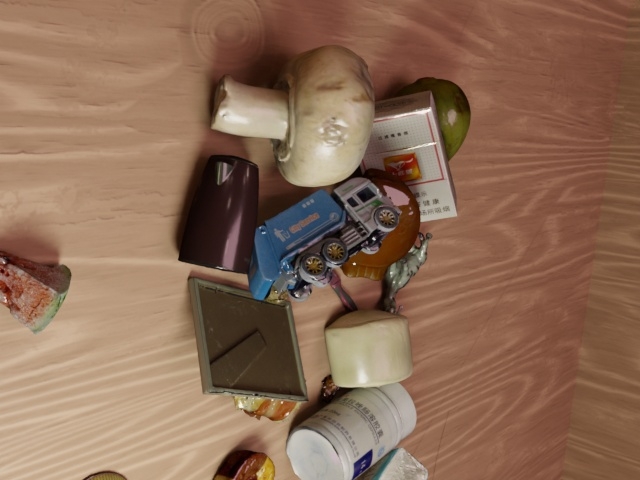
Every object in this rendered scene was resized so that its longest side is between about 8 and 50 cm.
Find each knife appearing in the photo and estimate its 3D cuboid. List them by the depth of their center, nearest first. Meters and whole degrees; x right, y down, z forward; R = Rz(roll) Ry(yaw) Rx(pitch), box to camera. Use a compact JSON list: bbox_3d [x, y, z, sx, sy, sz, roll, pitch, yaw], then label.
[{"bbox_3d":[0.045,0.116,2.090,0.035,0.018,0.247,-56,137,-22],"label":"knife"}]

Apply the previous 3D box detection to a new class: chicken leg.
[{"bbox_3d":[0.040,0.360,2.148,0.062,0.037,0.145,47,64,-30],"label":"chicken leg"}]

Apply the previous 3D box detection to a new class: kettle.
[{"bbox_3d":[-0.184,-0.053,1.662,0.202,0.144,0.232,26,75,-71],"label":"kettle"}]

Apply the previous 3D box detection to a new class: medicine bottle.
[{"bbox_3d":[0.089,0.495,2.116,0.332,0.190,0.190,-24,119,-46],"label":"medicine bottle"}]

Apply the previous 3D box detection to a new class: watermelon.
[{"bbox_3d":[-0.485,0.087,1.344,0.158,0.121,0.098,28,100,-47],"label":"watermelon"}]

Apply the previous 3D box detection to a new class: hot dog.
[{"bbox_3d":[-0.125,0.344,1.882,0.146,0.103,0.213,-48,135,4],"label":"hot dog"}]

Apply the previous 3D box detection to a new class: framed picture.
[{"bbox_3d":[-0.150,0.223,1.771,0.335,0.022,0.247,19,53,-52],"label":"framed picture"}]

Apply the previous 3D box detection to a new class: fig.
[{"bbox_3d":[0.296,-0.309,2.111,0.207,0.207,0.230,-28,91,-44],"label":"fig"}]

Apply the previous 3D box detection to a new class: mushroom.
[{"bbox_3d":[-0.060,-0.266,1.688,0.336,0.314,0.314,7,96,-22],"label":"mushroom"}]

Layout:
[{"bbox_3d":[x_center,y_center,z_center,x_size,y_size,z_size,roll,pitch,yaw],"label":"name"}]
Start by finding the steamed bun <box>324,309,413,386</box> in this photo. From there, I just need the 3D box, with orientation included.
[{"bbox_3d":[0.139,0.279,2.111,0.250,0.155,0.200,-6,93,-41],"label":"steamed bun"}]

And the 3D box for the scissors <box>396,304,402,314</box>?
[{"bbox_3d":[0.190,0.268,2.261,0.110,0.021,0.212,-14,133,-48],"label":"scissors"}]

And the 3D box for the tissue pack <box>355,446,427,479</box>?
[{"bbox_3d":[0.146,0.677,2.183,0.124,0.271,0.201,46,56,-1],"label":"tissue pack"}]

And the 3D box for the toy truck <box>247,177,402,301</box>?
[{"bbox_3d":[0.000,0.000,1.784,0.367,0.175,0.146,-31,168,-28],"label":"toy truck"}]

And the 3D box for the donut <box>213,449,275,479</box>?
[{"bbox_3d":[-0.185,0.572,1.889,0.166,0.073,0.184,46,64,-47],"label":"donut"}]

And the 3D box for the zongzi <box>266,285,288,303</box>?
[{"bbox_3d":[-0.062,0.097,1.900,0.160,0.078,0.176,-64,144,-20],"label":"zongzi"}]

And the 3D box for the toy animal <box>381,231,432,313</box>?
[{"bbox_3d":[0.222,0.077,2.243,0.255,0.090,0.170,-56,158,-12],"label":"toy animal"}]

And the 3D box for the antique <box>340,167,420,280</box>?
[{"bbox_3d":[0.127,-0.042,2.006,0.223,0.129,0.278,3,116,-13],"label":"antique"}]

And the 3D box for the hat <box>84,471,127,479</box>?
[{"bbox_3d":[-0.418,0.556,1.585,0.193,0.082,0.193,-21,118,-47],"label":"hat"}]

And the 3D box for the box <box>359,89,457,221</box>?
[{"bbox_3d":[0.208,-0.196,2.041,0.095,0.210,0.330,-79,155,-51],"label":"box"}]
